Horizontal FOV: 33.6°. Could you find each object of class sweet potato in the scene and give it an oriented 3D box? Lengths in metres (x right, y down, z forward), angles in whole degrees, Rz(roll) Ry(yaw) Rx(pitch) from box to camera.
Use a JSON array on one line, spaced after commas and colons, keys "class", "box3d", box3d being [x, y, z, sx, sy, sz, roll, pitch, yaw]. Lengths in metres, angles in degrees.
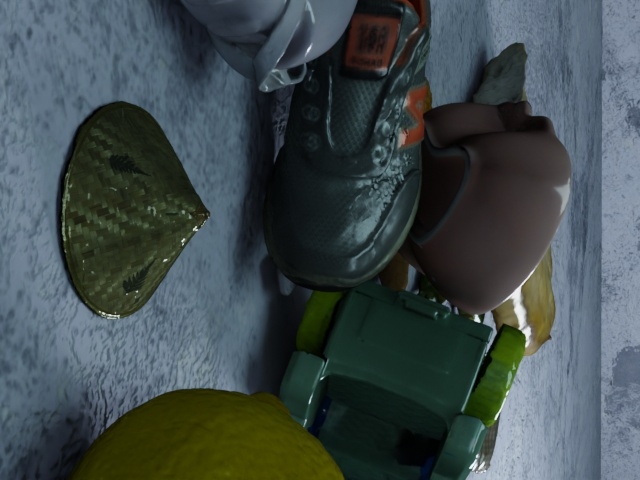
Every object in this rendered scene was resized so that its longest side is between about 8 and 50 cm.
[{"class": "sweet potato", "box3d": [0.094, 0.016, 1.238, 0.179, 0.044, 0.044, -67, 152, -55]}]

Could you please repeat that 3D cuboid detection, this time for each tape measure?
[{"class": "tape measure", "box3d": [-0.038, -0.239, 0.757, 0.197, 0.120, 0.236, 44, 56, -49]}]

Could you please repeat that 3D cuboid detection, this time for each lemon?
[{"class": "lemon", "box3d": [-0.072, 0.189, 0.641, 0.244, 0.187, 0.187, -57, 144, -43]}]

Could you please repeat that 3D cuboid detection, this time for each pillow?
[{"class": "pillow", "box3d": [0.184, 0.217, 1.249, 0.211, 0.034, 0.135, 10, 85, -70]}]

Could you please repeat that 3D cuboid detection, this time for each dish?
[{"class": "dish", "box3d": [0.123, -0.046, 0.975, 0.090, 0.213, 0.213, 15, 75, -28]}]

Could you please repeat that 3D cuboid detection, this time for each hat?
[{"class": "hat", "box3d": [-0.101, -0.019, 0.692, 0.146, 0.067, 0.146, 3, 90, -69]}]

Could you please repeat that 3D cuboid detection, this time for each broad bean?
[{"class": "broad bean", "box3d": [0.190, 0.077, 1.473, 0.292, 0.049, 0.144, 47, 45, -59]}]

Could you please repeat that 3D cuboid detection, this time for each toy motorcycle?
[{"class": "toy motorcycle", "box3d": [0.063, 0.170, 1.025, 0.326, 0.191, 0.200, 90, 22, -67]}]

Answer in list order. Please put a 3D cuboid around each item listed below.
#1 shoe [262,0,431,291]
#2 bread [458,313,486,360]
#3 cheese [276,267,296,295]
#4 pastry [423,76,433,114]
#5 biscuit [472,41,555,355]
[{"class": "shoe", "box3d": [0.036, -0.129, 0.882, 0.171, 0.132, 0.336, 101, -1, -66]}, {"class": "bread", "box3d": [0.136, 0.206, 1.296, 0.181, 0.096, 0.222, 58, 42, -54]}, {"class": "cheese", "box3d": [0.000, 0.000, 0.995, 0.192, 0.037, 0.097, -47, 135, -60]}, {"class": "pastry", "box3d": [0.072, -0.120, 1.107, 0.153, 0.081, 0.153, 8, 80, -60]}, {"class": "biscuit", "box3d": [0.292, -0.048, 1.629, 0.446, 0.104, 0.429, 70, 21, -44]}]
